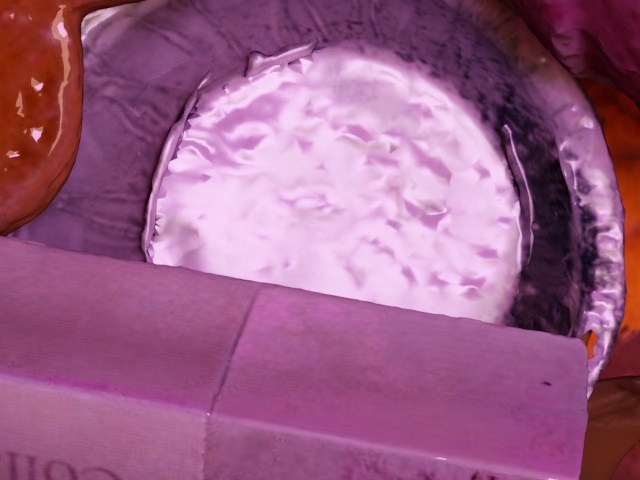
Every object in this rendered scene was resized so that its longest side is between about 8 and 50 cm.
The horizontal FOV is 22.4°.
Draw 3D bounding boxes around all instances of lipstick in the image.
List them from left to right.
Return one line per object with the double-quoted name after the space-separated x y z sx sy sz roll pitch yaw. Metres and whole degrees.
-0.085 0.044 0.472 0.317 0.068 0.066 9 123 6 "lipstick"

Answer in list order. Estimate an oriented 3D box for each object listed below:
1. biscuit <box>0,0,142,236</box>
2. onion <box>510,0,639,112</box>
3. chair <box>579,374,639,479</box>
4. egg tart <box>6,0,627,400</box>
-0.169 -0.163 0.489 0.324 0.049 0.205 39 97 -7 "biscuit"
0.144 -0.128 0.576 0.267 0.159 0.349 -27 112 -36 "onion"
0.168 0.145 0.611 0.247 0.172 0.159 18 89 -27 "chair"
0.000 0.000 0.554 0.234 0.094 0.234 1 87 -12 "egg tart"
